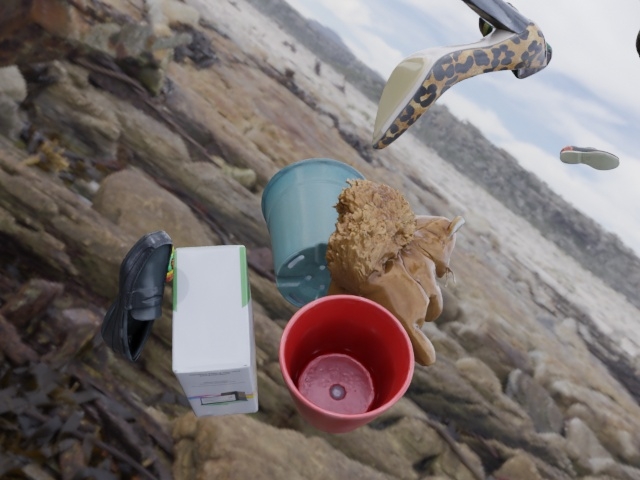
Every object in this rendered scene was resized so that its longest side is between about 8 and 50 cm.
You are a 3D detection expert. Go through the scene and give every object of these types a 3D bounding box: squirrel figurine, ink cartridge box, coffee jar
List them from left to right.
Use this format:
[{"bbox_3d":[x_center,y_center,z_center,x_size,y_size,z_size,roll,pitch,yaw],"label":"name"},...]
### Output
[{"bbox_3d":[-0.169,0.159,1.194,0.278,0.117,0.201,95,-9,-63],"label":"ink cartridge box"},{"bbox_3d":[0.187,0.030,1.728,0.281,0.370,0.397,5,-47,47],"label":"squirrel figurine"},{"bbox_3d":[0.442,-0.462,1.655,0.184,0.096,0.079,61,-3,30],"label":"coffee jar"}]

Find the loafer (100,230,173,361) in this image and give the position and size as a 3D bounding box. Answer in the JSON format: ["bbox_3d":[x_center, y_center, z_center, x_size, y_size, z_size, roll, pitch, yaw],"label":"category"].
[{"bbox_3d":[-0.261,0.084,1.070,0.078,0.223,0.076,42,31,24],"label":"loafer"}]

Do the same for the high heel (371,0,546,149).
[{"bbox_3d":[0.196,-0.205,0.992,0.186,0.261,0.093,27,12,-29],"label":"high heel"}]

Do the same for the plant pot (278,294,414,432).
[{"bbox_3d":[0.044,0.288,1.550,0.275,0.275,0.243,42,-26,18],"label":"plant pot"}]

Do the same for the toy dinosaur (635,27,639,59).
[{"bbox_3d":[0.623,-0.447,1.330,0.268,0.064,0.118,96,-15,-63],"label":"toy dinosaur"}]

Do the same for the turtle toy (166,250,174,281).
[{"bbox_3d":[-0.355,0.057,1.681,0.130,0.095,0.066,-35,78,-34],"label":"turtle toy"}]

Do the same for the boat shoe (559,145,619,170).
[{"bbox_3d":[0.640,-0.200,1.717,0.137,0.049,0.043,10,36,21],"label":"boat shoe"}]

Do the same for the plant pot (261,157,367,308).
[{"bbox_3d":[0.000,0.000,2.057,0.341,0.341,0.334,34,31,-29],"label":"plant pot"}]
